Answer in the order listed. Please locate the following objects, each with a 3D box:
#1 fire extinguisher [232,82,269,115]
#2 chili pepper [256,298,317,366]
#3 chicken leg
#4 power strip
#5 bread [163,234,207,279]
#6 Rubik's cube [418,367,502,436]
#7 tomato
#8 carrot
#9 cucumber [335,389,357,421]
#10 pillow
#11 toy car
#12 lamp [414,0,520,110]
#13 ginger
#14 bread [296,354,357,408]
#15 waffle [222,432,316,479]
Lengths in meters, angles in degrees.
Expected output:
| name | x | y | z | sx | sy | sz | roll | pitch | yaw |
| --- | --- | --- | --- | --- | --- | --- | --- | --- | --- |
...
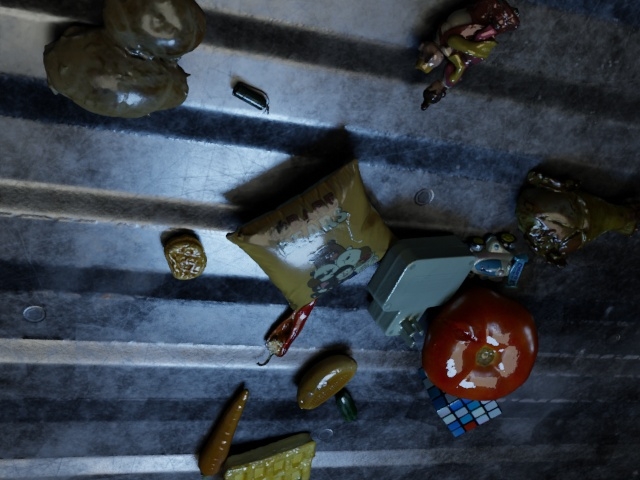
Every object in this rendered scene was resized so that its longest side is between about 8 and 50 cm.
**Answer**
| name | x | y | z | sx | sy | sz | roll | pitch | yaw |
| --- | --- | --- | --- | --- | --- | --- | --- | --- | --- |
| fire extinguisher | -0.127 | -0.273 | 1.413 | 0.083 | 0.025 | 0.038 | 26 | 91 | -32 |
| chili pepper | -0.075 | 0.211 | 1.782 | 0.268 | 0.059 | 0.050 | -56 | 161 | 20 |
| chicken leg | 0.623 | -0.033 | 1.768 | 0.360 | 0.140 | 0.212 | 13 | 112 | -22 |
| power strip | 0.225 | 0.124 | 1.726 | 0.229 | 0.141 | 0.261 | -3 | 134 | -38 |
| bread | -0.287 | 0.035 | 1.579 | 0.083 | 0.044 | 0.111 | -21 | 131 | -7 |
| Rubik's cube | 0.379 | 0.410 | 2.008 | 0.151 | 0.154 | 0.155 | -30 | 128 | 6 |
| tomato | 0.390 | 0.257 | 1.840 | 0.298 | 0.226 | 0.299 | -2 | 103 | -7 |
| carrot | -0.256 | 0.509 | 1.935 | 0.069 | 0.069 | 0.336 | 11 | 118 | -25 |
| cucumber | 0.067 | 0.444 | 1.999 | 0.048 | 0.048 | 0.105 | -23 | 129 | -1 |
| pillow | 0.000 | 0.000 | 1.596 | 0.310 | 0.119 | 0.312 | -29 | 134 | 5 |
| toy car | 0.411 | 0.054 | 1.789 | 0.161 | 0.098 | 0.126 | -1 | 124 | -20 |
| lamp | 0.260 | -0.370 | 1.413 | 0.253 | 0.118 | 0.118 | -41 | 127 | 13 |
| ginger | -0.309 | -0.345 | 1.231 | 0.244 | 0.155 | 0.304 | 22 | 108 | -23 |
| bread | 0.011 | 0.356 | 1.898 | 0.189 | 0.077 | 0.114 | -40 | 148 | 11 |
| waffle | -0.145 | 0.632 | 2.037 | 0.274 | 0.057 | 0.168 | -12 | 129 | -24 |
